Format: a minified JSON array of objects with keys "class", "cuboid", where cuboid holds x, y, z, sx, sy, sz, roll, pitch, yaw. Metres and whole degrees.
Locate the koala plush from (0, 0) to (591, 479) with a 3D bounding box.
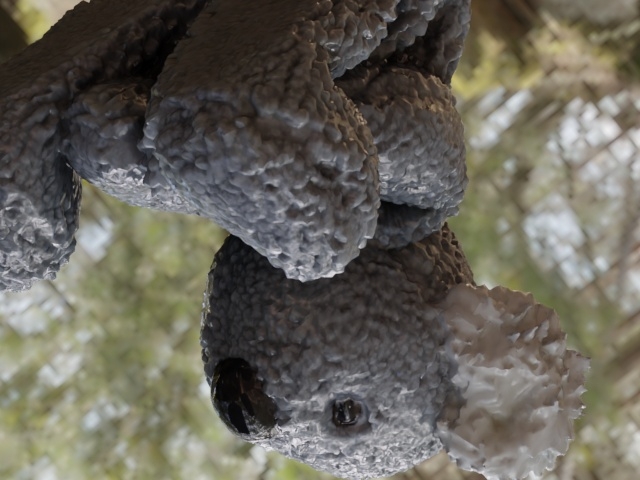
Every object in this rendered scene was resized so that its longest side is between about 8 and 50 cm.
[{"class":"koala plush","cuboid":[0.000,0.000,0.722,0.203,0.196,0.221,-48,-59,-40]}]
